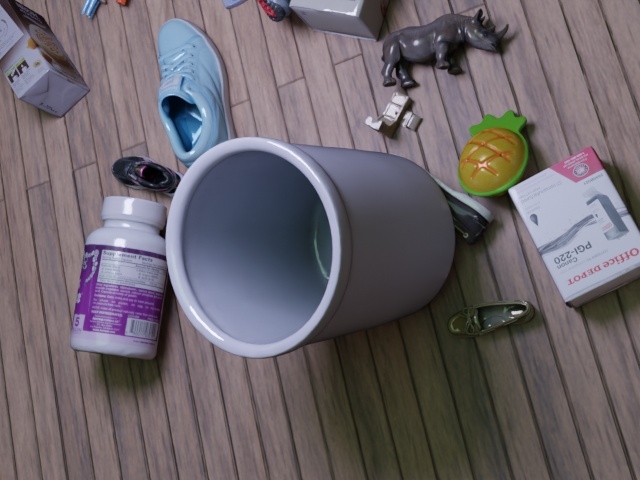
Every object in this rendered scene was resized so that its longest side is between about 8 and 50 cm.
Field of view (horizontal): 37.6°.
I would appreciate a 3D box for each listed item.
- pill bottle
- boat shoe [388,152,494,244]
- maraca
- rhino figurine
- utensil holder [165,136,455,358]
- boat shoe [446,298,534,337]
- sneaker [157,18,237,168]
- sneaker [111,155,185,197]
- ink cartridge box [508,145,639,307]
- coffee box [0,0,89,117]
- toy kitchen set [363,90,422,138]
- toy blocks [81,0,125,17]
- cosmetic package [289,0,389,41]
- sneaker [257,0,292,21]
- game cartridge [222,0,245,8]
[{"bbox_3d":[-0.382,0.073,1.827,0.169,0.169,0.302,3,80,23],"label":"pill bottle"},{"bbox_3d":[0.194,-0.076,1.661,0.227,0.081,0.069,34,90,22],"label":"boat shoe"},{"bbox_3d":[0.300,-0.151,1.627,0.127,0.099,0.186,-5,53,28],"label":"maraca"},{"bbox_3d":[0.223,-0.358,1.713,0.243,0.073,0.106,-14,77,18],"label":"rhino figurine"},{"bbox_3d":[0.000,0.000,1.523,0.327,0.385,0.328,3,95,34],"label":"utensil holder"},{"bbox_3d":[0.285,0.130,1.599,0.153,0.048,0.056,-11,75,21],"label":"boat shoe"},{"bbox_3d":[-0.263,-0.302,1.864,0.135,0.150,0.366,-26,70,15],"label":"sneaker"},{"bbox_3d":[-0.355,-0.140,1.910,0.178,0.077,0.072,12,83,25],"label":"sneaker"},{"bbox_3d":[0.430,-0.019,1.545,0.158,0.092,0.218,-29,71,15],"label":"ink cartridge box"},{"bbox_3d":[-0.629,-0.402,2.045,0.098,0.141,0.246,-40,68,11],"label":"coffee box"},{"bbox_3d":[0.138,-0.229,1.720,0.068,0.075,0.083,30,96,24],"label":"toy kitchen set"},{"bbox_3d":[-0.455,-0.548,2.048,0.123,0.054,0.148,23,89,26],"label":"toy blocks"},{"bbox_3d":[0.068,-0.548,1.786,0.153,0.129,0.296,17,86,23],"label":"cosmetic package"},{"bbox_3d":[-0.084,-0.534,1.830,0.125,0.104,0.262,-26,49,10],"label":"sneaker"},{"bbox_3d":[-0.169,-0.517,1.943,0.083,0.017,0.056,-31,73,15],"label":"game cartridge"}]
